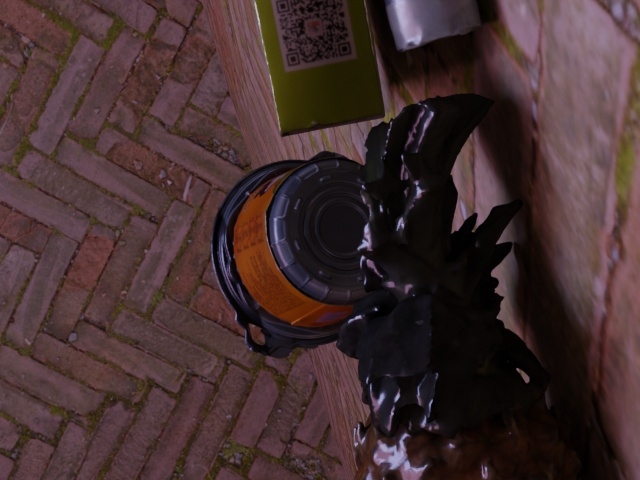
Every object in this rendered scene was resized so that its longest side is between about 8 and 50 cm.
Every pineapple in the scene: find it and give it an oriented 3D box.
[{"bbox_3d":[0.072,0.076,0.518,0.170,0.141,0.310,-33,-64,-68],"label":"pineapple"}]

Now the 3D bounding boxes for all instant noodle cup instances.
[{"bbox_3d":[0.000,0.000,0.845,0.125,0.177,0.208,148,132,-69],"label":"instant noodle cup"}]

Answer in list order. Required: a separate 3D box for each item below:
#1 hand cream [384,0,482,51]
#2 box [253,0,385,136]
[{"bbox_3d":[0.030,-0.224,0.469,0.079,0.048,0.255,-152,48,-77],"label":"hand cream"},{"bbox_3d":[-0.007,-0.167,0.600,0.260,0.062,0.175,-87,-14,-79],"label":"box"}]
